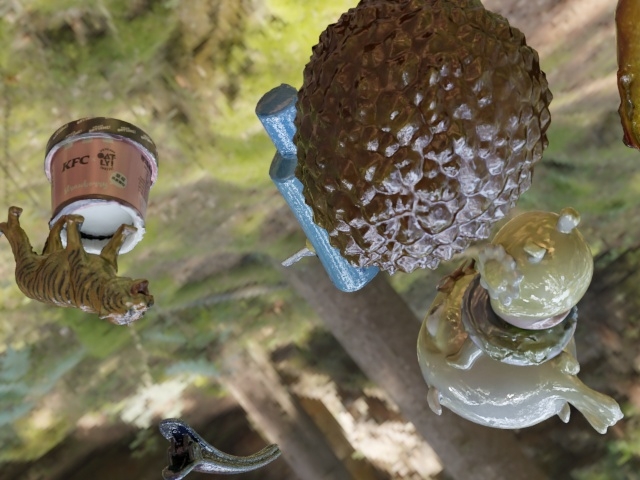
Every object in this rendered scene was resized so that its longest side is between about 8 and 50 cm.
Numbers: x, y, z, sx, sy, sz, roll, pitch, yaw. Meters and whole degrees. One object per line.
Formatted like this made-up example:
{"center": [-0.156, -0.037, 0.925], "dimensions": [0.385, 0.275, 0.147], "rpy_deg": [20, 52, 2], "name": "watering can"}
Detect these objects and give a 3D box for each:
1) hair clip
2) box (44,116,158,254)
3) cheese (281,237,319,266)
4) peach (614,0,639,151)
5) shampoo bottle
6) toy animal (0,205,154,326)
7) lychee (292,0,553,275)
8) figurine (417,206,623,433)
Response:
{"center": [-0.133, 0.300, 1.721], "dimensions": [0.048, 0.083, 0.275], "rpy_deg": [-20, 159, 23], "name": "hair clip"}
{"center": [-0.290, -0.063, 1.627], "dimensions": [0.151, 0.151, 0.135], "rpy_deg": [-43, -142, 41], "name": "box"}
{"center": [0.001, 0.001, 1.850], "dimensions": [0.162, 0.036, 0.086], "rpy_deg": [-34, -172, 40], "name": "cheese"}
{"center": [0.406, -0.148, 1.129], "dimensions": [0.281, 0.281, 0.338], "rpy_deg": [133, -28, -61], "name": "peach"}
{"center": [0.003, -0.062, 1.377], "dimensions": [0.061, 0.258, 0.104], "rpy_deg": [13, -124, 41], "name": "shampoo bottle"}
{"center": [-0.253, 0.023, 1.231], "dimensions": [0.241, 0.099, 0.056], "rpy_deg": [7, 175, 37], "name": "toy animal"}
{"center": [0.073, -0.091, 0.883], "dimensions": [0.200, 0.200, 0.238], "rpy_deg": [2, 106, -83], "name": "lychee"}
{"center": [0.251, 0.098, 1.436], "dimensions": [0.226, 0.274, 0.394], "rpy_deg": [-39, 157, -22], "name": "figurine"}
